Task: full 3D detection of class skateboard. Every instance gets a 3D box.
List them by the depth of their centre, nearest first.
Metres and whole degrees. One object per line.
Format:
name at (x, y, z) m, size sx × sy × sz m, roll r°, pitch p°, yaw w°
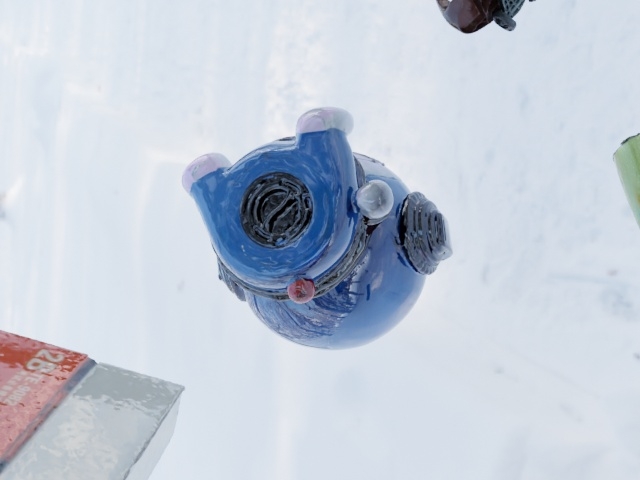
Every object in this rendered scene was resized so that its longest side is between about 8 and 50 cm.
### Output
skateboard at (0.123, -0.201, 0.714) m, size 0.080 × 0.151 × 0.067 m, roll 33°, pitch 164°, yaw 33°

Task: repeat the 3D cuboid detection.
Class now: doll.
doll at (0.000, 0.000, 1.210) m, size 0.310 × 0.284 × 0.240 m, roll 34°, pitch -130°, yaw -70°

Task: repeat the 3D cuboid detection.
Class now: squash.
squash at (0.409, -0.031, 1.246) m, size 0.095 × 0.095 × 0.188 m, roll 125°, pitch 139°, yaw -58°

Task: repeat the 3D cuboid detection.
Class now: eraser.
eraser at (-0.199, 0.089, 0.523) m, size 0.157 × 0.230 × 0.038 m, roll -61°, pitch -14°, yaw -66°
